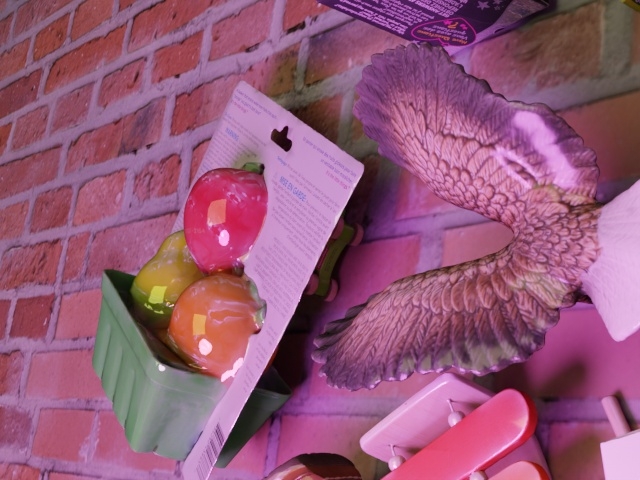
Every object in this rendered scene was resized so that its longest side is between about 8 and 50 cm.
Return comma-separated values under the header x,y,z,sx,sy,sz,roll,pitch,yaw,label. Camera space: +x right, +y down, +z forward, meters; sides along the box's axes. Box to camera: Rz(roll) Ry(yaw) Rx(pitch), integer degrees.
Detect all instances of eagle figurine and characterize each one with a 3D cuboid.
x,y,z,sx,sy,sz,roll,pitch,yaw,label
0.132,0.001,0.750,0.226,0.298,0.225,-62,-23,-46,eagle figurine

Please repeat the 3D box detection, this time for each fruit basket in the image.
x,y,z,sx,sy,sz,roll,pitch,yaw,label
-0.091,0.037,1.091,0.353,0.165,0.327,-60,32,7,fruit basket

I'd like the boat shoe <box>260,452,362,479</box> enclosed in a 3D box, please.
x,y,z,sx,sy,sz,roll,pitch,yaw,label
-0.034,0.337,0.929,0.120,0.122,0.324,44,120,46,boat shoe

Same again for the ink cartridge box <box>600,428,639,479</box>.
x,y,z,sx,sy,sz,roll,pitch,yaw,label
0.248,0.213,0.540,0.100,0.172,0.237,-30,53,44,ink cartridge box

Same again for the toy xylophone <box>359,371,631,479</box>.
x,y,z,sx,sy,sz,roll,pitch,yaw,label
0.140,0.235,0.755,0.236,0.081,0.323,-50,41,27,toy xylophone

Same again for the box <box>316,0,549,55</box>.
x,y,z,sx,sy,sz,roll,pitch,yaw,label
0.106,-0.318,0.964,0.142,0.163,0.247,-18,61,53,box

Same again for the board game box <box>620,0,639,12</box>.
x,y,z,sx,sy,sz,roll,pitch,yaw,label
0.253,-0.271,0.850,0.092,0.043,0.181,-43,45,34,board game box

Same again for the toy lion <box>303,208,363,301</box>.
x,y,z,sx,sy,sz,roll,pitch,yaw,label
0.000,0.000,1.089,0.100,0.034,0.096,-66,29,10,toy lion
